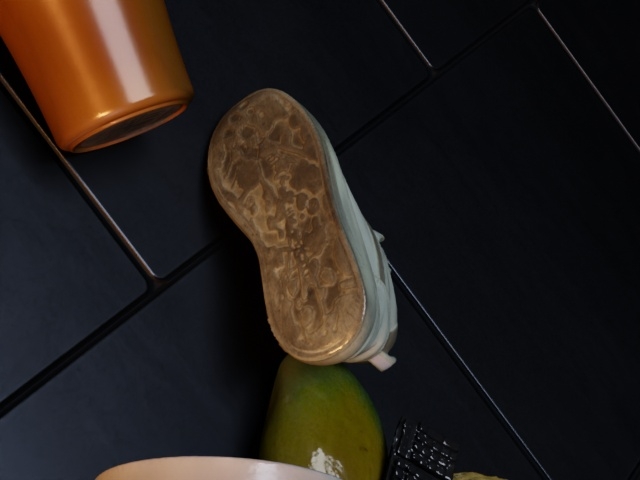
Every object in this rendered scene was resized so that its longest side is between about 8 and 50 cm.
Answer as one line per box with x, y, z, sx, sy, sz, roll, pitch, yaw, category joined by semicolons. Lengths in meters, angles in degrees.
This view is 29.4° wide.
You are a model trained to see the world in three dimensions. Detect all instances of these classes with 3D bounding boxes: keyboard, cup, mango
0.072;0.263;1.050;0.072;0.023;0.231;30;55;-15;keyboard
-0.215;-0.224;1.113;0.264;0.182;0.226;68;17;0;cup
0.001;0.189;1.110;0.130;0.092;0.195;5;57;-33;mango

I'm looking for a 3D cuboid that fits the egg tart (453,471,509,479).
0.147;0.358;1.127;0.290;0.107;0.291;13;62;-26;egg tart

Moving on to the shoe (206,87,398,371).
0.000;0.000;1.177;0.159;0.124;0.316;37;28;-49;shoe

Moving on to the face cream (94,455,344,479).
-0.075;0.280;0.917;0.218;0.218;0.179;19;59;-29;face cream
